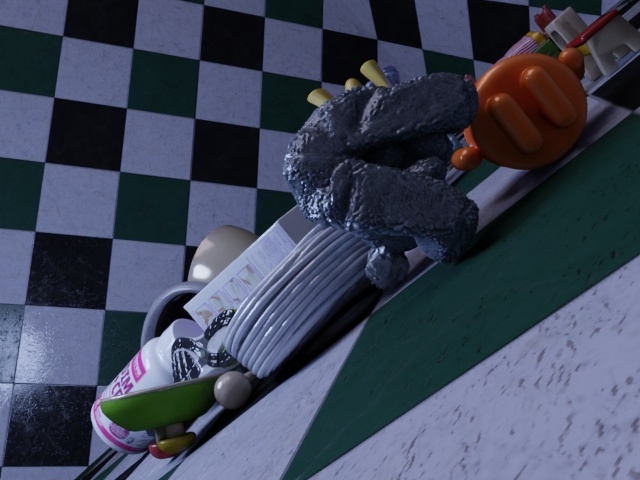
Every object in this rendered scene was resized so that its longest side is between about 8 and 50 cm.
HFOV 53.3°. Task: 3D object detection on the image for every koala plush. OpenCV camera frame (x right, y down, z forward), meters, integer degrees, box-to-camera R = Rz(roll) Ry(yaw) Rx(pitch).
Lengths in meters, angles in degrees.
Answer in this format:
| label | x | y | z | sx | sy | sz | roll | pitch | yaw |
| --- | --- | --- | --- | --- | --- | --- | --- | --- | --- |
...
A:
| label | x | y | z | sx | sy | sz | roll | pitch | yaw |
| --- | --- | --- | --- | --- | --- | --- | --- | --- | --- |
| koala plush | 0.078 | -0.054 | 0.732 | 0.221 | 0.203 | 0.196 | 55 | -142 | -67 |

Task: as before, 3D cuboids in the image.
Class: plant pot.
| label | x | y | z | sx | sy | sz | roll | pitch | yaw |
| --- | --- | --- | --- | --- | --- | --- | --- | --- | --- |
| plant pot | -0.190 | 0.112 | 1.710 | 0.191 | 0.284 | 0.284 | 10 | 31 | 28 |

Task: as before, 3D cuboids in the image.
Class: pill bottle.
| label | x | y | z | sx | sy | sz | roll | pitch | yaw |
| --- | --- | --- | --- | --- | --- | --- | --- | --- | --- |
| pill bottle | -0.347 | 0.310 | 1.367 | 0.283 | 0.160 | 0.160 | -47 | -1 | 15 |

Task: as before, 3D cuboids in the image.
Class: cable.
| label | x | y | z | sx | sy | sz | roll | pitch | yaw |
| --- | --- | --- | --- | --- | --- | --- | --- | --- | --- |
| cable | -0.021 | 0.079 | 0.884 | 0.257 | 0.089 | 0.257 | -43 | -10 | -28 |

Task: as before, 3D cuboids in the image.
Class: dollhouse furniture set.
| label | x | y | z | sx | sy | sz | roll | pitch | yaw |
| --- | --- | --- | --- | --- | --- | --- | --- | --- | --- |
| dollhouse furniture set | 0.390 | -0.313 | 1.139 | 0.201 | 0.152 | 0.374 | -41 | 1 | 12 |

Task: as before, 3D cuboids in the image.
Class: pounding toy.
| label | x | y | z | sx | sy | sz | roll | pitch | yaw |
| --- | --- | --- | --- | --- | --- | --- | --- | --- | --- |
| pounding toy | -0.201 | 0.265 | 0.952 | 0.237 | 0.110 | 0.183 | -12 | -9 | 4 |

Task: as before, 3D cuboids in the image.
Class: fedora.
| label | x | y | z | sx | sy | sz | roll | pitch | yaw |
| --- | --- | --- | --- | --- | --- | --- | --- | --- | --- |
| fedora | -0.302 | 0.227 | 1.573 | 0.124 | 0.244 | 0.275 | -19 | -52 | -76 |

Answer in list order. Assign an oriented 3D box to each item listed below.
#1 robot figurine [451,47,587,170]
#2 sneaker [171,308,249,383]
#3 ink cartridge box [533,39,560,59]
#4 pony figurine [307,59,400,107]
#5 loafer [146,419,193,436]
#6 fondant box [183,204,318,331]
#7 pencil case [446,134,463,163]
| label | x | y | z | sx | sy | sz | roll | pitch | yaw |
| --- | --- | --- | --- | --- | --- | --- | --- | --- | --- |
| robot figurine | 0.233 | -0.148 | 0.746 | 0.219 | 0.128 | 0.158 | -47 | -30 | -79 |
| sneaker | -0.170 | 0.209 | 1.134 | 0.121 | 0.111 | 0.300 | 11 | -28 | -39 |
| ink cartridge box | 0.498 | -0.379 | 1.550 | 0.189 | 0.097 | 0.255 | -42 | 2 | -17 |
| pony figurine | 0.195 | -0.229 | 1.423 | 0.351 | 0.363 | 0.303 | -20 | -23 | -45 |
| loafer | -0.264 | 0.335 | 1.228 | 0.061 | 0.062 | 0.170 | 0 | 9 | 19 |
| fondant box | -0.103 | 0.040 | 1.312 | 0.330 | 0.096 | 0.238 | -41 | 1 | 34 |
| pencil case | 0.318 | -0.239 | 1.996 | 0.273 | 0.113 | 0.124 | -41 | 30 | 23 |
